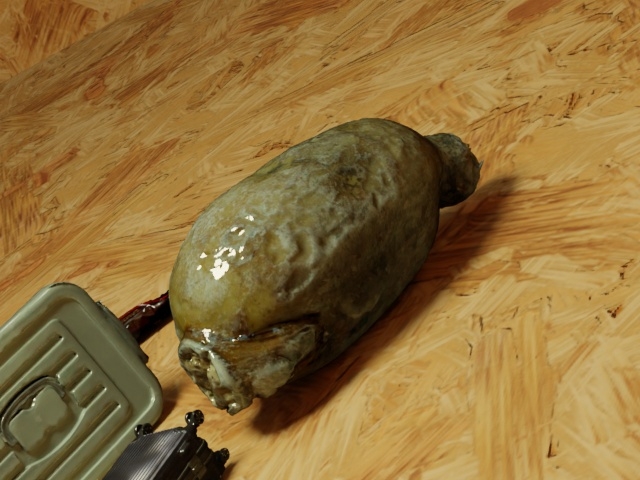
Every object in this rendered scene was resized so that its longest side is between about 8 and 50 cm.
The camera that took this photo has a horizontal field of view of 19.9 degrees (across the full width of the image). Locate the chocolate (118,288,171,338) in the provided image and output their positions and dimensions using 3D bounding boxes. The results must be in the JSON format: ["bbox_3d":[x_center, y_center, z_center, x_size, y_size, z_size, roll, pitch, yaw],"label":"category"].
[{"bbox_3d":[-0.209,0.100,1.867,0.182,0.028,0.086,-39,12,-19],"label":"chocolate"}]

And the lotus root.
[{"bbox_3d":[-0.002,-0.001,1.567,0.349,0.175,0.175,-42,21,-32],"label":"lotus root"}]

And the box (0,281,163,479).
[{"bbox_3d":[-0.276,0.167,1.632,0.243,0.163,0.135,-47,15,-32],"label":"box"}]

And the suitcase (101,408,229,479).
[{"bbox_3d":[-0.136,0.201,1.454,0.086,0.059,0.126,-19,24,39],"label":"suitcase"}]
